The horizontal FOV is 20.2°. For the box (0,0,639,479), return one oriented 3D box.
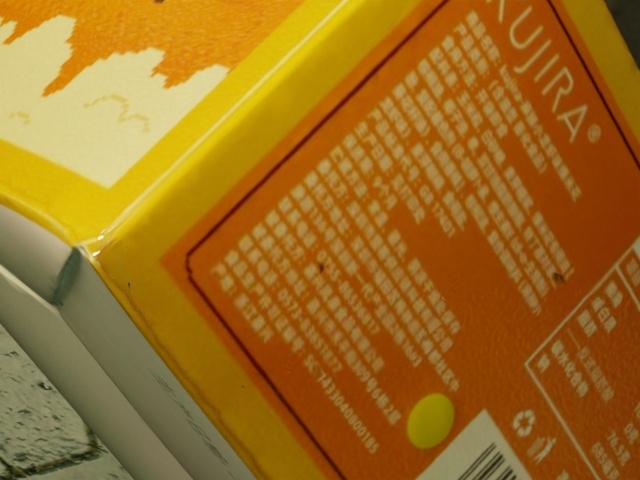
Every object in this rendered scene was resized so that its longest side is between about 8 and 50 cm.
[{"bbox_3d":[0.000,0.000,0.706,0.259,0.214,0.283,26,155,54],"label":"box"}]
